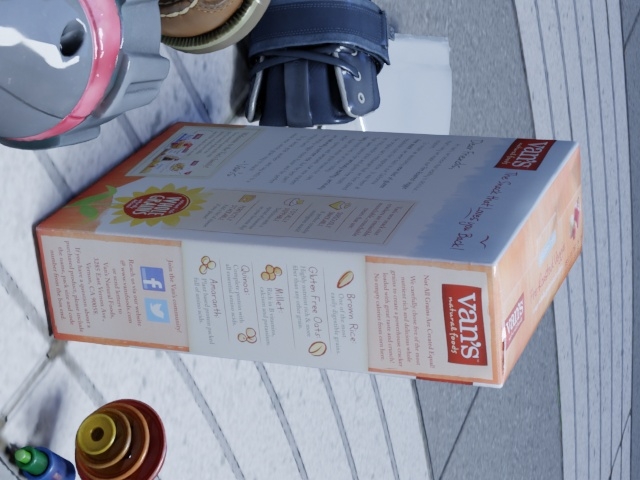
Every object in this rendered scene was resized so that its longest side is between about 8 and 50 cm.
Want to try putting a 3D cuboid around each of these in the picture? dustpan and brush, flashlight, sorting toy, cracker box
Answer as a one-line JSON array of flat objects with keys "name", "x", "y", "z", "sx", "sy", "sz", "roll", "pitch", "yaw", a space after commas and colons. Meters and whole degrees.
[{"name": "dustpan and brush", "x": 0.041, "y": -0.039, "z": 1.144, "sx": 0.147, "sy": 0.060, "sz": 0.211, "roll": -7, "pitch": 94, "yaw": -57}, {"name": "flashlight", "x": -0.162, "y": -0.071, "z": 0.564, "sx": 0.304, "sy": 0.103, "sz": 0.103, "roll": -24, "pitch": 119, "yaw": -67}, {"name": "sorting toy", "x": -0.117, "y": 0.117, "z": 0.762, "sx": 0.102, "sy": 0.061, "sz": 0.042, "roll": -61, "pitch": 152, "yaw": -10}, {"name": "cracker box", "x": 0.000, "y": 0.000, "z": 0.798, "sx": 0.156, "sy": 0.232, "sz": 0.067, "roll": -46, "pitch": 135, "yaw": -57}]

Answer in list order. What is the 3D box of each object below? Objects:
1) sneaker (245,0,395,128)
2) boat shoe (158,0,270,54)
[{"name": "sneaker", "x": -0.016, "y": -0.154, "z": 0.925, "sx": 0.226, "sy": 0.086, "sz": 0.163, "roll": 35, "pitch": 59, "yaw": -66}, {"name": "boat shoe", "x": -0.081, "y": -0.243, "z": 0.744, "sx": 0.104, "sy": 0.111, "sz": 0.307, "roll": 13, "pitch": 72, "yaw": -64}]
